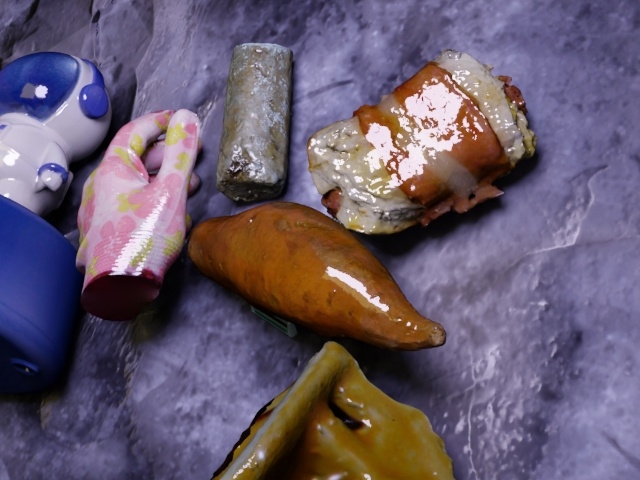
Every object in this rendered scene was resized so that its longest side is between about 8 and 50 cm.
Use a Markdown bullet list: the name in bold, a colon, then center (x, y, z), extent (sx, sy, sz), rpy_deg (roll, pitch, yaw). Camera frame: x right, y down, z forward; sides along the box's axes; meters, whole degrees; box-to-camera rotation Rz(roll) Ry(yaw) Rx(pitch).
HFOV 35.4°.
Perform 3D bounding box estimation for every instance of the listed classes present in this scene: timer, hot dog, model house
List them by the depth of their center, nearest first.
- **model house**: center (0.009, 0.256, 0.813), extent (0.239, 0.173, 0.268), rpy_deg (39, 94, 3)
- **hot dog**: center (0.094, -0.084, 0.938), extent (0.213, 0.103, 0.146), rpy_deg (-27, 78, 7)
- **timer**: center (-0.350, -0.053, 1.110), extent (0.270, 0.270, 0.383), rpy_deg (-1, 55, 28)

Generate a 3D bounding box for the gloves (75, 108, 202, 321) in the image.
- **gloves**: center (-0.187, -0.044, 1.032), extent (0.126, 0.145, 0.241), rpy_deg (0, 54, -6)

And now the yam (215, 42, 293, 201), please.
- **yam**: center (-0.066, -0.131, 1.064), extent (0.078, 0.078, 0.179), rpy_deg (-6, 67, 27)

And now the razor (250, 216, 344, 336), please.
- **razor**: center (0.002, 0.002, 0.994), extent (0.068, 0.037, 0.191), rpy_deg (27, 86, 44)

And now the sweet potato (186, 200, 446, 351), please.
- **sweet potato**: center (-0.023, 0.021, 0.902), extent (0.359, 0.112, 0.112), rpy_deg (24, 83, 44)
